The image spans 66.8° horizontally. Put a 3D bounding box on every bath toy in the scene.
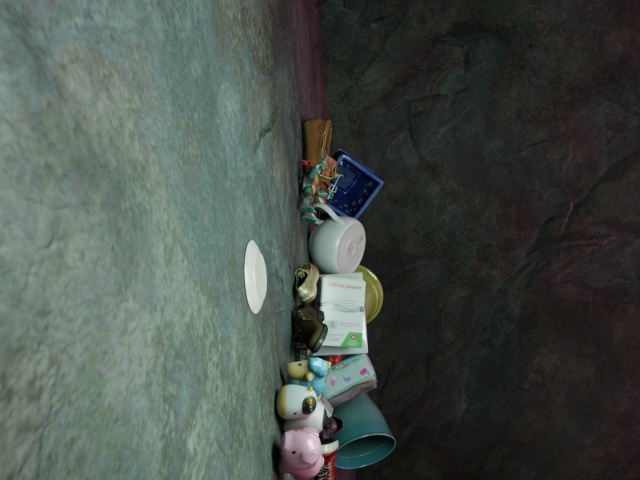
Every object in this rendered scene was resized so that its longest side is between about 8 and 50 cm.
[{"bbox_3d":[-0.032,0.426,1.021,0.151,0.129,0.348,40,33,-32],"label":"bath toy"}]

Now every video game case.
[{"bbox_3d":[-0.002,0.497,1.539,0.122,0.011,0.087,53,2,7],"label":"video game case"}]

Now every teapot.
[{"bbox_3d":[0.040,0.010,1.845,0.252,0.187,0.255,19,87,-58],"label":"teapot"}]

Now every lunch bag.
[{"bbox_3d":[0.084,0.503,1.729,0.279,0.224,0.107,74,-8,-62],"label":"lunch bag"}]

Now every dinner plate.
[{"bbox_3d":[-0.121,0.069,0.929,0.141,0.017,0.141,-5,90,-84],"label":"dinner plate"}]

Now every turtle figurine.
[{"bbox_3d":[-0.018,-0.189,1.685,0.175,0.118,0.234,51,49,-55],"label":"turtle figurine"}]

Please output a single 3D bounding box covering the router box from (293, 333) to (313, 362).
[{"bbox_3d":[-0.047,0.322,1.396,0.122,0.038,0.092,-21,106,-84],"label":"router box"}]

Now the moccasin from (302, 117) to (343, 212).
[{"bbox_3d":[0.012,-0.293,1.890,0.139,0.147,0.379,70,17,-71],"label":"moccasin"}]

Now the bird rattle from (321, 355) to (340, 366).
[{"bbox_3d":[0.055,0.460,1.961,0.253,0.143,0.206,15,87,-81],"label":"bird rattle"}]

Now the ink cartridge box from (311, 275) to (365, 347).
[{"bbox_3d":[0.052,0.221,1.502,0.087,0.153,0.208,162,-65,-65],"label":"ink cartridge box"}]

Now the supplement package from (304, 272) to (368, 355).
[{"bbox_3d":[0.056,0.255,1.669,0.198,0.199,0.262,62,24,-79],"label":"supplement package"}]

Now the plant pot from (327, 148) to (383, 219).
[{"bbox_3d":[0.112,-0.260,2.160,0.236,0.236,0.212,-52,-162,18],"label":"plant pot"}]

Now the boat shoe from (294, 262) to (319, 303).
[{"bbox_3d":[-0.047,0.108,1.449,0.072,0.068,0.190,52,12,-22],"label":"boat shoe"}]

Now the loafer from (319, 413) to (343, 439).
[{"bbox_3d":[0.017,0.588,1.571,0.302,0.095,0.109,72,15,-68],"label":"loafer"}]

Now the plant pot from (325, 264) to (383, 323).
[{"bbox_3d":[0.099,0.251,1.915,0.254,0.276,0.275,-39,125,-74],"label":"plant pot"}]

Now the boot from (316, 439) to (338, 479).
[{"bbox_3d":[0.015,0.724,1.532,0.244,0.089,0.176,82,7,-66],"label":"boot"}]

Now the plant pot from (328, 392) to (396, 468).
[{"bbox_3d":[0.143,0.771,2.040,0.255,0.272,0.271,-111,-171,-47],"label":"plant pot"}]

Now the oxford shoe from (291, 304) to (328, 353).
[{"bbox_3d":[-0.037,0.237,1.319,0.082,0.096,0.227,-61,-168,6],"label":"oxford shoe"}]

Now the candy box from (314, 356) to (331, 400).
[{"bbox_3d":[-0.009,0.406,1.417,0.186,0.053,0.109,85,23,-72],"label":"candy box"}]

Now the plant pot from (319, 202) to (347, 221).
[{"bbox_3d":[0.074,-0.090,2.380,0.234,0.166,0.165,92,-3,-62],"label":"plant pot"}]
